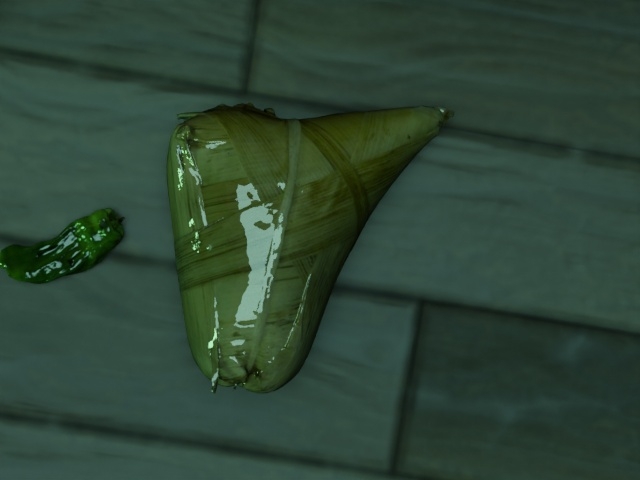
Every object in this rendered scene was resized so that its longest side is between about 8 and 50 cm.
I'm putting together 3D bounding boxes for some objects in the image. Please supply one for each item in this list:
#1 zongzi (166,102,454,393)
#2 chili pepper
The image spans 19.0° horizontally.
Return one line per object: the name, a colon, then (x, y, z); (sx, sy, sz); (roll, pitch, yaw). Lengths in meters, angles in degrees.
zongzi: (0.000, 0.000, 1.275); (0.197, 0.099, 0.194); (-4, 89, -8)
chili pepper: (-0.174, 0.006, 1.303); (0.091, 0.034, 0.030); (-22, 56, -1)
